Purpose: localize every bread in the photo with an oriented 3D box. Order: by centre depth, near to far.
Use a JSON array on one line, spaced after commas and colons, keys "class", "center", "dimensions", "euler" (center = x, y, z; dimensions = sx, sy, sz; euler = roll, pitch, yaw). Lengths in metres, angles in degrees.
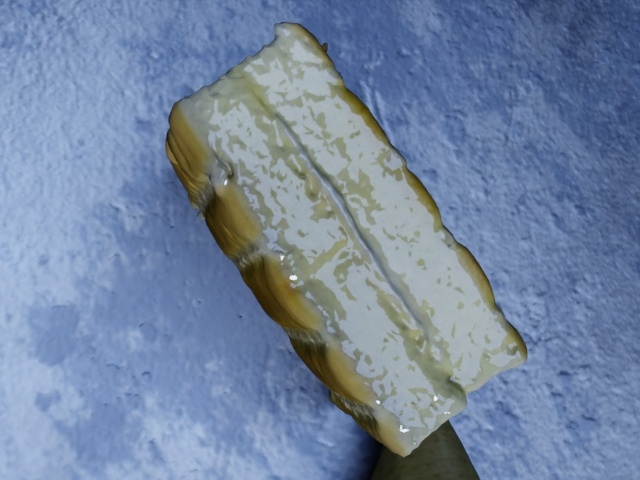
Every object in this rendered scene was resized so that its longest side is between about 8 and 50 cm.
[{"class": "bread", "center": [0.000, 0.000, 0.644], "dimensions": [0.111, 0.246, 0.239], "euler": [-34, 91, -9]}]

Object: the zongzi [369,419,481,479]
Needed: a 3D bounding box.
[{"class": "zongzi", "center": [-0.073, 0.371, 0.612], "dimensions": [0.499, 0.218, 0.467], "euler": [-17, 61, -8]}]
